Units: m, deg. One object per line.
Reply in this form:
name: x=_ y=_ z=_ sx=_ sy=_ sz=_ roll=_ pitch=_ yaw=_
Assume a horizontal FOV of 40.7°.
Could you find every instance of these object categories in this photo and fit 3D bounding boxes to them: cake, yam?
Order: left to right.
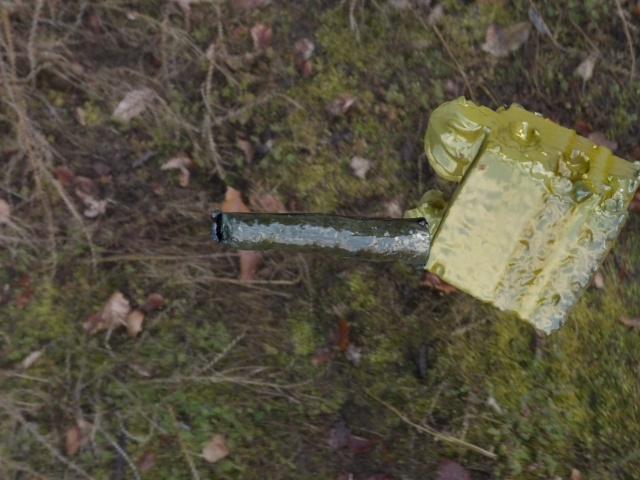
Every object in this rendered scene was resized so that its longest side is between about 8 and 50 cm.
yam: x=0.000 y=0.000 z=0.509 sx=0.130 sy=0.027 sz=0.033 roll=1 pitch=95 yaw=-10
cake: x=0.259 y=-0.053 z=1.193 sx=0.286 sy=0.222 sz=0.227 roll=28 pitch=119 yaw=10
